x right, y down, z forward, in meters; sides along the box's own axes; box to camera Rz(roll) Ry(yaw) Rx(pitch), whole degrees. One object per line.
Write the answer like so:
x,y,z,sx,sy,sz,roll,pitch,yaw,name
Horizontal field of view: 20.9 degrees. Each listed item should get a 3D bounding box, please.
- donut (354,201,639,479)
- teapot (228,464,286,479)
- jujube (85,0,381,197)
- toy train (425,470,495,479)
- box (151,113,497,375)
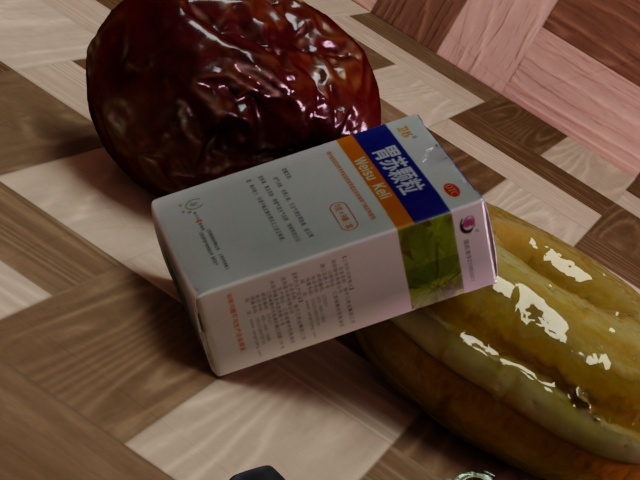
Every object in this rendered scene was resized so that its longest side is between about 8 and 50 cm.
0.222,0.105,1.930,0.449,0.198,0.449,28,18,-10,donut
-0.054,0.239,1.301,0.096,0.087,0.177,4,31,-47,teapot
-0.104,-0.166,2.038,0.377,0.276,0.276,16,22,-41,jujube
0.160,0.279,1.505,0.194,0.081,0.125,24,49,16,toy train
0.000,0.000,1.734,0.299,0.106,0.200,-19,33,-8,box
